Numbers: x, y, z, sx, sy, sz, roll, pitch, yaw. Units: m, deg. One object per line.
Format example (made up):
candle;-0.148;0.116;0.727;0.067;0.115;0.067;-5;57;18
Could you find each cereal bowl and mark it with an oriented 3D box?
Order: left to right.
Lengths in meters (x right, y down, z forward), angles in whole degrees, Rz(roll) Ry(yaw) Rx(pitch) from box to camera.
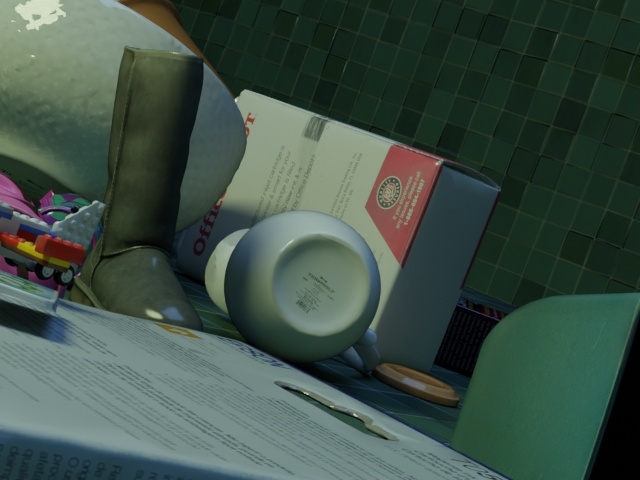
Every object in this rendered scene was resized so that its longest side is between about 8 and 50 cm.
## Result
cereal bowl;-0.248;-0.098;1.450;0.339;0.141;0.339;17;-25;9

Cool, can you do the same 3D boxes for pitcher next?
pitcher;-0.003;0.054;1.308;0.178;0.125;0.207;35;-10;-9

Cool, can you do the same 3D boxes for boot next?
boot;-0.117;-0.034;1.137;0.076;0.208;0.189;17;5;-38

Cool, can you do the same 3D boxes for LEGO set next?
LEGO set;-0.204;-0.023;0.770;0.182;0.060;0.244;21;-1;-7

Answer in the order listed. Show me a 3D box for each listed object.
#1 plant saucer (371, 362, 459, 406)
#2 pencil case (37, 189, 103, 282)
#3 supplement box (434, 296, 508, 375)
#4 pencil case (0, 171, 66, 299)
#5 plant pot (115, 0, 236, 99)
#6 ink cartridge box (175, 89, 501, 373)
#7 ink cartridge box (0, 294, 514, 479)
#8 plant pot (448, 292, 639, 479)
plant saucer;0.087;0.129;1.402;0.083;0.013;0.083;20;3;-1
pencil case;-0.216;-0.005;1.300;0.070;0.064;0.151;48;-1;-8
supplement box;0.188;0.115;1.715;0.239;0.073;0.130;20;4;3
pencil case;-0.220;0.002;0.995;0.098;0.095;0.209;56;-10;-17
plant pot;-0.226;-0.134;1.742;0.203;0.291;0.291;39;10;20
ink cartridge box;0.011;-0.014;1.564;0.283;0.207;0.117;24;4;40
ink cartridge box;-0.097;0.079;0.661;0.330;0.071;0.324;19;1;-35
plant pot;0.157;0.120;0.798;0.165;0.166;0.234;20;-3;-16
